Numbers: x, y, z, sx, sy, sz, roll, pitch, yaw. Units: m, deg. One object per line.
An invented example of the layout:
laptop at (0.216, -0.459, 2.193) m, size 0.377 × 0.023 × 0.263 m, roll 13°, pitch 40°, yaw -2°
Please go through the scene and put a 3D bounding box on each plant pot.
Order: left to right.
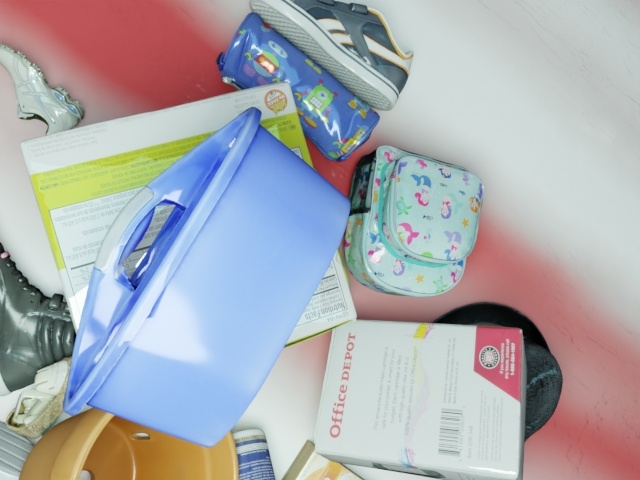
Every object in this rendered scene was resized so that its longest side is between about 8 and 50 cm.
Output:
plant pot at (-0.289, 0.353, 0.850) m, size 0.290 × 0.203 × 0.291 m, roll 19°, pitch 67°, yaw -53°

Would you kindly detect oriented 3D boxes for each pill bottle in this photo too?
pill bottle at (-0.117, 0.401, 0.954) m, size 0.094 × 0.094 × 0.170 m, roll -10°, pitch 61°, yaw -15°

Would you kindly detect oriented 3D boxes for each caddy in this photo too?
caddy at (-0.128, 0.029, 0.595) m, size 0.179 × 0.241 × 0.341 m, roll 33°, pitch 78°, yaw -18°

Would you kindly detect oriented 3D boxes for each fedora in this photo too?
fedora at (0.315, 0.271, 1.077) m, size 0.333 × 0.152 × 0.334 m, roll 1°, pitch 84°, yaw -14°

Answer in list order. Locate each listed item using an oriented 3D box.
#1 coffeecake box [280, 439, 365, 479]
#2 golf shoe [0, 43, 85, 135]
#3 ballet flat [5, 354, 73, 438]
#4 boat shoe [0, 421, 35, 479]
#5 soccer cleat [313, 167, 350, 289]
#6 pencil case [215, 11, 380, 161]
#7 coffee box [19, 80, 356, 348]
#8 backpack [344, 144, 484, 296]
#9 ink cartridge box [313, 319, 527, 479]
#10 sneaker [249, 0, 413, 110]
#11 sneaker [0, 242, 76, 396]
coffeecake box at (0.017, 0.464, 1.027) m, size 0.185 × 0.068 × 0.142 m, roll 37°, pitch 76°, yaw -9°
golf shoe at (-0.478, -0.243, 0.968) m, size 0.176 × 0.069 × 0.086 m, roll 43°, pitch 82°, yaw -6°
ballet flat at (-0.408, 0.231, 0.891) m, size 0.067 × 0.073 × 0.206 m, roll 26°, pitch 114°, yaw -39°
boat shoe at (-0.575, 0.318, 0.877) m, size 0.335 × 0.121 × 0.119 m, roll 24°, pitch 90°, yaw -3°
soccer cleat at (0.001, 0.000, 1.037) m, size 0.093 × 0.121 × 0.289 m, roll -9°, pitch 87°, yaw -15°
pencil case at (-0.043, -0.262, 1.051) m, size 0.306 × 0.119 × 0.133 m, roll 37°, pitch 81°, yaw -9°
coffee box at (-0.190, 0.009, 0.876) m, size 0.338 × 0.337 × 0.335 m, roll -17°, pitch 90°, yaw -16°
backpack at (0.163, -0.025, 1.053) m, size 0.225 × 0.191 × 0.254 m, roll 14°, pitch 86°, yaw -19°
ink cartridge box at (0.166, 0.255, 0.949) m, size 0.306 × 0.131 × 0.226 m, roll 0°, pitch 60°, yaw 24°
sneaker at (0.029, -0.377, 1.080) m, size 0.321 × 0.126 × 0.128 m, roll 32°, pitch 82°, yaw -21°
sneaker at (-0.458, 0.081, 0.927) m, size 0.146 × 0.104 × 0.296 m, roll -13°, pitch 94°, yaw -17°
